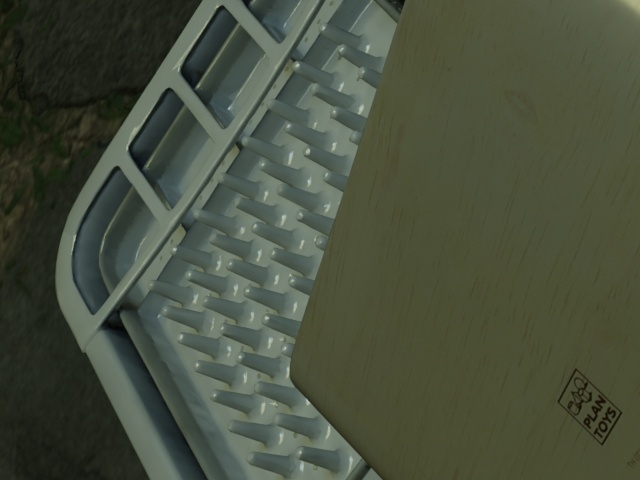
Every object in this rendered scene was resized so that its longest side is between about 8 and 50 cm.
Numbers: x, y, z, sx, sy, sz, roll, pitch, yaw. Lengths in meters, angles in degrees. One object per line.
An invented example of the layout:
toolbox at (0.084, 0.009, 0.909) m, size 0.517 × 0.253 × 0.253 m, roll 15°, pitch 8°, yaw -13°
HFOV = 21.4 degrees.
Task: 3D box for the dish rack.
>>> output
dish rack at (0.000, 0.000, 0.848) m, size 0.285 × 0.072 × 0.333 m, roll -55°, pitch 39°, yaw 16°

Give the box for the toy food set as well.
toy food set at (0.113, 0.030, 0.533) m, size 0.220 × 0.092 × 0.306 m, roll 45°, pitch 144°, yaw 23°
